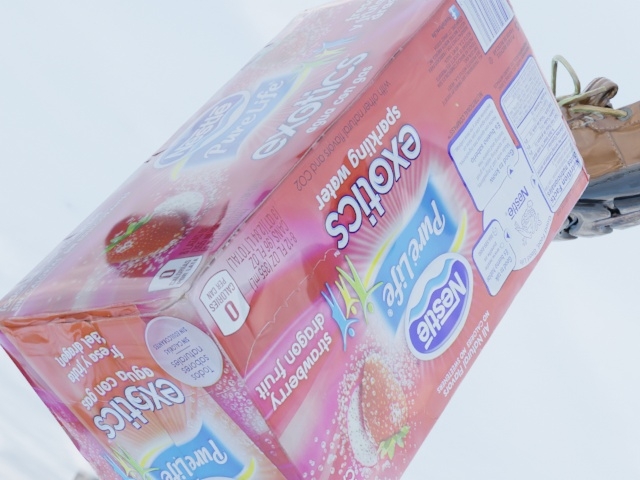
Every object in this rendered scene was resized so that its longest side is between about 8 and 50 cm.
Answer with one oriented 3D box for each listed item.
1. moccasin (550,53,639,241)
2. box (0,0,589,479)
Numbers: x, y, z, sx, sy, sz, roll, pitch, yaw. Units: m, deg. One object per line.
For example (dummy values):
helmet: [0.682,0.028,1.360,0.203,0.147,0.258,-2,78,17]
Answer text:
moccasin: [0.267,-0.092,1.262,0.380,0.147,0.139,-13,158,20]
box: [0.000,0.000,0.589,0.122,0.257,0.128,-9,121,41]
